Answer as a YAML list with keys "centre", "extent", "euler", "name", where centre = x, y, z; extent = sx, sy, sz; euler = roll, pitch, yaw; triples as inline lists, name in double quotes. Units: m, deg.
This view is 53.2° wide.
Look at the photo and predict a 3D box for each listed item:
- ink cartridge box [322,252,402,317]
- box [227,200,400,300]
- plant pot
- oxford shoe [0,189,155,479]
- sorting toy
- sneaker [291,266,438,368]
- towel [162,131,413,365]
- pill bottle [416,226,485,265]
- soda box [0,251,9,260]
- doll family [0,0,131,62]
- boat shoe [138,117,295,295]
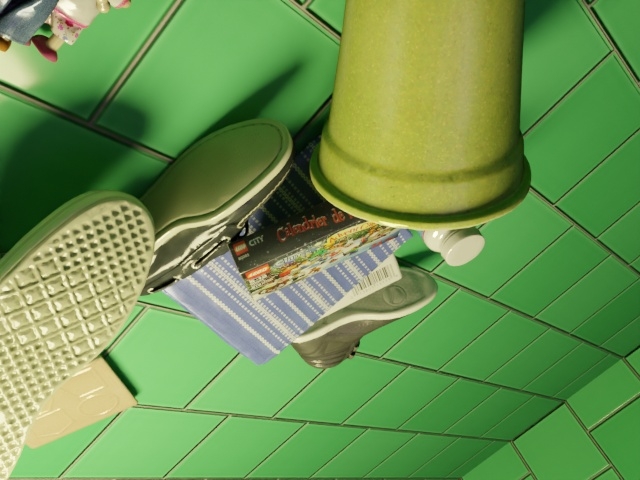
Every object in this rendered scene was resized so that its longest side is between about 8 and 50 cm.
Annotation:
- centre: [-0.030, 0.023, 1.016]
  extent: [0.275, 0.060, 0.239]
  euler: [-26, 124, -3]
  name: "ink cartridge box"
- centre: [0.000, 0.000, 0.859]
  extent: [0.233, 0.044, 0.159]
  euler: [-24, 164, -6]
  name: "box"
- centre: [0.121, -0.192, 0.729]
  extent: [0.276, 0.276, 0.254]
  euler: [-15, 129, -18]
  name: "plant pot"
- centre: [-0.356, 0.120, 0.737]
  extent: [0.169, 0.130, 0.449]
  euler: [29, 99, -42]
  name: "oxford shoe"
- centre: [-0.426, 0.264, 1.058]
  extent: [0.193, 0.038, 0.208]
  euler: [-22, 146, -9]
  name: "sorting toy"
- centre: [0.075, 0.146, 1.192]
  extent: [0.295, 0.105, 0.147]
  euler: [-18, 143, -4]
  name: "sneaker"
- centre: [-0.049, 0.024, 0.958]
  extent: [0.336, 0.040, 0.243]
  euler: [-41, 123, 5]
  name: "towel"
- centre: [0.185, -0.039, 0.996]
  extent: [0.087, 0.160, 0.087]
  euler: [-17, 141, -15]
  name: "pill bottle"
- centre: [-0.447, 0.137, 0.855]
  extent: [0.092, 0.083, 0.263]
  euler: [-5, 135, -30]
  name: "soda box"
- centre: [-0.252, -0.245, 0.515]
  extent: [0.163, 0.118, 0.263]
  euler: [-42, 141, 15]
  name: "doll family"
- centre: [-0.154, -0.025, 0.825]
  extent: [0.340, 0.127, 0.113]
  euler: [-38, 143, 13]
  name: "boat shoe"
